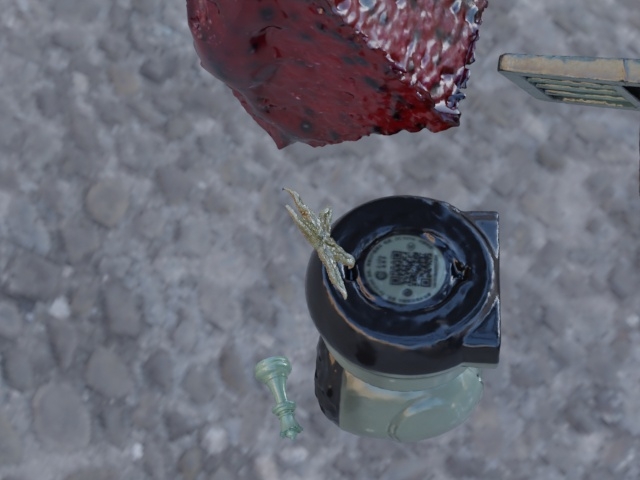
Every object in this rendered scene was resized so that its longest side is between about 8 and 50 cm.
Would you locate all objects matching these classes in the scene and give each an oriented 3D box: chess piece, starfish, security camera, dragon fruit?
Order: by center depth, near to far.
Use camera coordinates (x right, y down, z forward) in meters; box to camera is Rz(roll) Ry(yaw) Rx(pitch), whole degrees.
[{"bbox_3d":[0.000,0.000,1.164,0.092,0.016,0.086,38,28,-52],"label":"starfish"},{"bbox_3d":[0.027,-0.218,1.412,0.240,0.302,0.330,39,3,32],"label":"dragon fruit"},{"bbox_3d":[0.082,0.100,1.625,0.191,0.277,0.197,1,56,2],"label":"security camera"},{"bbox_3d":[-0.042,0.176,1.747,0.042,0.042,0.093,-2,60,-31],"label":"chess piece"}]

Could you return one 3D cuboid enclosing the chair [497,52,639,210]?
[{"bbox_3d":[0.291,-0.075,1.346,0.136,0.270,0.147,18,75,-65],"label":"chair"}]
